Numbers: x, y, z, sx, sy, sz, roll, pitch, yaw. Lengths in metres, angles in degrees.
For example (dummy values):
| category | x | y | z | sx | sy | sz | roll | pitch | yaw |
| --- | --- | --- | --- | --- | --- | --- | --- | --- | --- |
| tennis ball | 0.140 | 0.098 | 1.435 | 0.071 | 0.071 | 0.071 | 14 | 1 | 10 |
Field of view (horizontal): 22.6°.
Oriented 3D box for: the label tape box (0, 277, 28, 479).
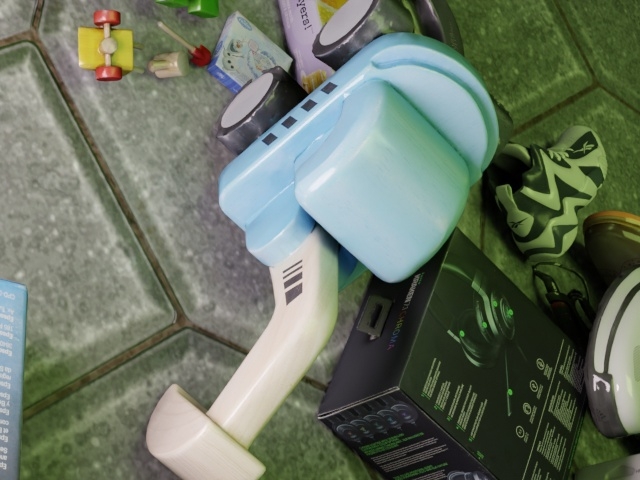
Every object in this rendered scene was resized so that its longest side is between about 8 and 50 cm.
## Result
| category | x | y | z | sx | sy | sz | roll | pitch | yaw |
| --- | --- | --- | --- | --- | --- | --- | --- | --- | --- |
| label tape box | -0.363 | 0.175 | 1.269 | 0.240 | 0.106 | 0.334 | 20 | 58 | -39 |

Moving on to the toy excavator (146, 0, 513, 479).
| category | x | y | z | sx | sy | sz | roll | pitch | yaw |
| --- | --- | --- | --- | --- | --- | --- | --- | --- | --- |
| toy excavator | 0.000 | 0.000 | 1.613 | 0.222 | 0.433 | 0.445 | 44 | 18 | -22 |

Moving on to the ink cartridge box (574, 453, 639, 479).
| category | x | y | z | sx | sy | sz | roll | pitch | yaw |
| --- | --- | --- | --- | --- | --- | --- | --- | --- | --- |
| ink cartridge box | 0.427 | 0.344 | 1.963 | 0.203 | 0.148 | 0.086 | 32 | 53 | -30 |

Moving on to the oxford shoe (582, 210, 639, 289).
| category | x | y | z | sx | sy | sz | roll | pitch | yaw |
| --- | --- | --- | --- | --- | --- | --- | --- | --- | --- |
| oxford shoe | 0.466 | 0.110 | 2.137 | 0.364 | 0.130 | 0.133 | 46 | 50 | -19 |

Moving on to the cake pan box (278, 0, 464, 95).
| category | x | y | z | sx | sy | sz | roll | pitch | yaw |
| --- | --- | --- | --- | --- | --- | --- | --- | --- | --- |
| cake pan box | 0.066 | -0.251 | 1.948 | 0.266 | 0.070 | 0.246 | 5 | 70 | -45 |

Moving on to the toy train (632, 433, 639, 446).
| category | x | y | z | sx | sy | sz | roll | pitch | yaw |
| --- | --- | --- | --- | --- | --- | --- | --- | --- | --- |
| toy train | 0.555 | 0.294 | 2.087 | 0.334 | 0.190 | 0.142 | 51 | 31 | -17 |

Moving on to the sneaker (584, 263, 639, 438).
| category | x | y | z | sx | sy | sz | roll | pitch | yaw |
| --- | --- | --- | --- | --- | --- | --- | --- | --- | --- |
| sneaker | 0.507 | 0.095 | 1.899 | 0.447 | 0.257 | 0.169 | -35 | 116 | -45 |

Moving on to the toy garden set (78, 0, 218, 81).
| category | x | y | z | sx | sy | sz | roll | pitch | yaw |
| --- | --- | --- | --- | --- | --- | --- | --- | --- | --- |
| toy garden set | -0.187 | -0.257 | 1.680 | 0.244 | 0.049 | 0.204 | 5 | 81 | -64 |

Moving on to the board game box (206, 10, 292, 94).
| category | x | y | z | sx | sy | sz | roll | pitch | yaw |
| --- | --- | --- | --- | --- | --- | --- | --- | --- | --- |
| board game box | -0.079 | -0.199 | 1.807 | 0.090 | 0.020 | 0.090 | 40 | 48 | -25 |

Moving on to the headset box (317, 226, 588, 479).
| category | x | y | z | sx | sy | sz | roll | pitch | yaw |
| --- | --- | --- | --- | --- | --- | --- | --- | --- | --- |
| headset box | 0.153 | 0.163 | 1.784 | 0.283 | 0.131 | 0.246 | 43 | 46 | -23 |

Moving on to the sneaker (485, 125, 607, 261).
| category | x | y | z | sx | sy | sz | roll | pitch | yaw |
| --- | --- | --- | --- | --- | --- | --- | --- | --- | --- |
| sneaker | 0.284 | -0.102 | 2.074 | 0.153 | 0.094 | 0.235 | 51 | 53 | -27 |

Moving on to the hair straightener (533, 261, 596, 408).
| category | x | y | z | sx | sy | sz | roll | pitch | yaw |
| --- | --- | --- | --- | --- | --- | --- | --- | --- | --- |
| hair straightener | 0.343 | 0.127 | 2.070 | 0.089 | 0.047 | 0.230 | -26 | 86 | -49 |
